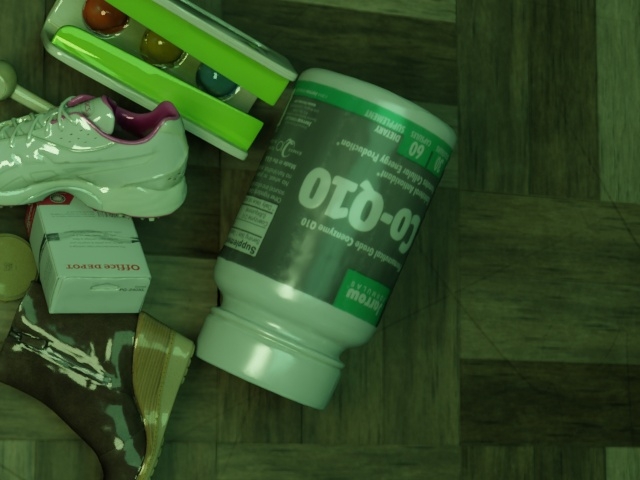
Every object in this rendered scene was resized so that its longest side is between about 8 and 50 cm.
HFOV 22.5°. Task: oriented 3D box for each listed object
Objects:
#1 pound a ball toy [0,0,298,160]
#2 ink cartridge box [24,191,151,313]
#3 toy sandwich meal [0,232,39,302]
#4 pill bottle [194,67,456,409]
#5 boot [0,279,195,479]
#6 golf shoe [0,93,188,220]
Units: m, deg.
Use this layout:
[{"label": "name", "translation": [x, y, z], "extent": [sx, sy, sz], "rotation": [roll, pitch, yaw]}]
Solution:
[{"label": "pound a ball toy", "translation": [-0.219, -0.199, 1.883], "extent": [0.319, 0.136, 0.208], "rotation": [28, 102, -22]}, {"label": "ink cartridge box", "translation": [-0.263, 0.010, 1.809], "extent": [0.109, 0.063, 0.150], "rotation": [1, 44, -25]}, {"label": "toy sandwich meal", "translation": [-0.360, 0.033, 1.823], "extent": [0.085, 0.029, 0.085], "rotation": [5, 80, -28]}, {"label": "pill bottle", "translation": [0.000, 0.000, 1.874], "extent": [0.204, 0.204, 0.361], "rotation": [24, 87, -20]}, {"label": "boot", "translation": [-0.273, 0.187, 1.821], "extent": [0.207, 0.090, 0.248], "rotation": [19, 89, -7]}, {"label": "golf shoe", "translation": [-0.293, -0.109, 1.772], "extent": [0.306, 0.140, 0.115], "rotation": [4, 36, -14]}]
